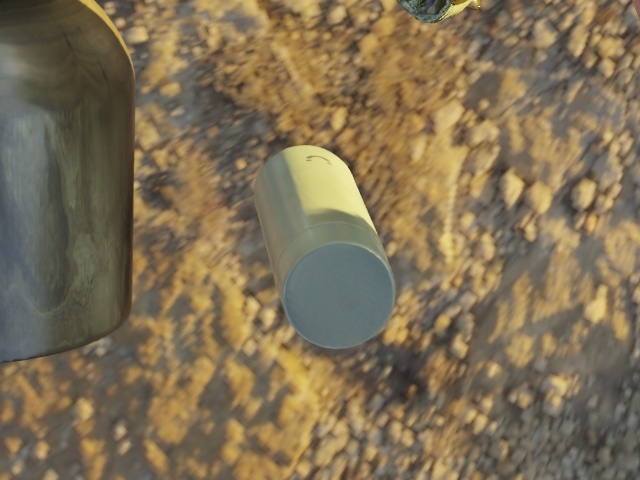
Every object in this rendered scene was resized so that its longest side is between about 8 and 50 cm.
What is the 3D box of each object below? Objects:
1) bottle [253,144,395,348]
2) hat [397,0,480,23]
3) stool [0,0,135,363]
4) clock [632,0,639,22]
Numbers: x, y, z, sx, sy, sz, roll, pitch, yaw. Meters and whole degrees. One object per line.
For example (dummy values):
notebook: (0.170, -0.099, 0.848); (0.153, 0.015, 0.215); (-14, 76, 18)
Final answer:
bottle: (0.000, 0.000, 1.179); (0.072, 0.201, 0.072); (-2, 109, -7)
hat: (0.096, -0.218, 1.482); (0.077, 0.059, 0.076); (52, 124, 16)
stool: (-0.175, -0.091, 0.862); (0.179, 0.179, 0.264); (6, 105, 14)
clock: (0.198, -0.113, 0.669); (0.142, 0.227, 0.241); (16, 141, 41)
